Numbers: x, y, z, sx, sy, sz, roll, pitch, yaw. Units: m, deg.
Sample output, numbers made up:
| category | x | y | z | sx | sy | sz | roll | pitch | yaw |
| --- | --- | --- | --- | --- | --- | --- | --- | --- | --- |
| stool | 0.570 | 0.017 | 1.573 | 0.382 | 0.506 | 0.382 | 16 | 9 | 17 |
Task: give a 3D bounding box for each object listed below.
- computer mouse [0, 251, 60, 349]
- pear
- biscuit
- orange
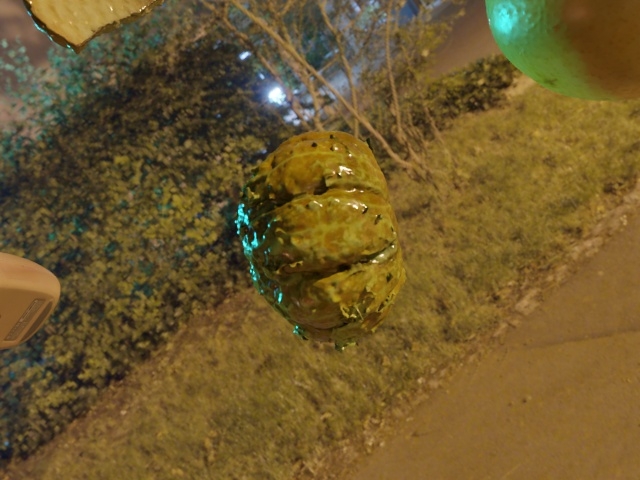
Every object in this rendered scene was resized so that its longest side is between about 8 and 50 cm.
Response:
| category | x | y | z | sx | sy | sz | roll | pitch | yaw |
| --- | --- | --- | --- | --- | --- | --- | --- | --- | --- |
| computer mouse | -0.458 | 0.082 | 0.812 | 0.145 | 0.082 | 0.236 | -53 | -16 | 4 |
| pear | 0.393 | -0.360 | 0.816 | 0.348 | 0.348 | 0.348 | -36 | 15 | 12 |
| biscuit | -0.402 | -0.427 | 1.041 | 0.036 | 0.187 | 0.273 | -49 | 3 | 47 |
| orange | 0.000 | 0.000 | 0.858 | 0.223 | 0.301 | 0.300 | -12 | 18 | 8 |
